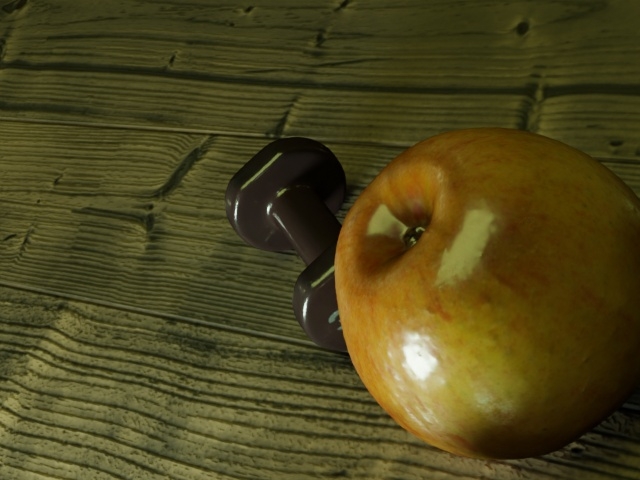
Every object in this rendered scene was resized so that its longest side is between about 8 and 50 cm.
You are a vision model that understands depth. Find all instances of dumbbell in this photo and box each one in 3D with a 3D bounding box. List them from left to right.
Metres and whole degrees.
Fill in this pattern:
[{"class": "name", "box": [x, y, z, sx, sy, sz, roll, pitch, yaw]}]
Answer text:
[{"class": "dumbbell", "box": [0.000, 0.000, 1.401, 0.140, 0.124, 0.225, -43, 44, 4]}]

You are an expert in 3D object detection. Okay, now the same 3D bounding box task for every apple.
[{"class": "apple", "box": [0.146, 0.039, 1.162, 0.299, 0.275, 0.299, -23, 50, 31]}]
